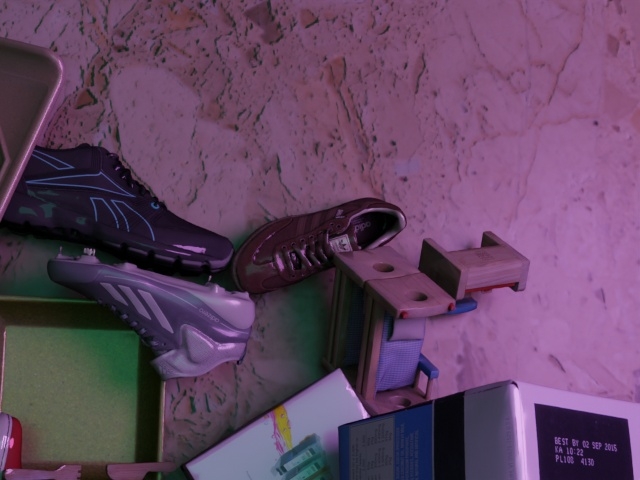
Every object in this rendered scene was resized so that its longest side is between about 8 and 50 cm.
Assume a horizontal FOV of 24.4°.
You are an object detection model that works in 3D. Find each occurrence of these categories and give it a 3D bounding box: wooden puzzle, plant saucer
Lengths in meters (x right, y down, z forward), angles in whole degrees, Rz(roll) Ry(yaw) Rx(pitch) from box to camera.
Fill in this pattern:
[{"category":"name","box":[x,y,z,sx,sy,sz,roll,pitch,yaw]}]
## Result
[{"category":"wooden puzzle","box":[-0.372,-0.090,1.444,0.221,0.044,0.238,16,80,26]},{"category":"plant saucer","box":[-0.246,0.152,1.453,0.188,0.045,0.188,3,80,-6]}]

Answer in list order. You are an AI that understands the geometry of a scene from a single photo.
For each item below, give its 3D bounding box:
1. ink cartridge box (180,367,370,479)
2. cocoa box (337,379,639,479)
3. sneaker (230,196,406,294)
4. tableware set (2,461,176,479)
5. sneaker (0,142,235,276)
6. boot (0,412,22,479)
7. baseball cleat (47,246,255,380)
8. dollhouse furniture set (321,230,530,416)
[{"category":"ink cartridge box","box":[-0.027,0.224,1.425,0.176,0.128,0.127,-30,85,-12]},{"category":"cocoa box","box":[0.214,0.272,1.313,0.347,0.228,0.231,14,66,-38]},{"category":"sneaker","box":[0.000,0.000,1.469,0.188,0.071,0.066,-26,102,-26]},{"category":"tableware set","box":[-0.204,0.271,1.357,0.194,0.039,0.128,5,84,-40]},{"category":"sneaker","box":[-0.208,-0.038,1.462,0.267,0.101,0.106,17,77,-4]},{"category":"boot","box":[-0.254,0.281,1.388,0.176,0.088,0.244,5,101,-16]},{"category":"baseball cleat","box":[-0.168,0.075,1.416,0.206,0.072,0.109,12,86,-1]},{"category":"dollhouse furniture set","box":[0.117,0.084,1.454,0.184,0.129,0.129,-8,119,-27]}]
